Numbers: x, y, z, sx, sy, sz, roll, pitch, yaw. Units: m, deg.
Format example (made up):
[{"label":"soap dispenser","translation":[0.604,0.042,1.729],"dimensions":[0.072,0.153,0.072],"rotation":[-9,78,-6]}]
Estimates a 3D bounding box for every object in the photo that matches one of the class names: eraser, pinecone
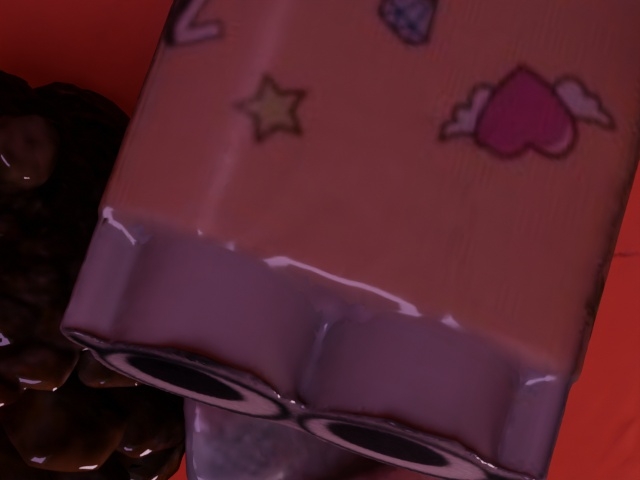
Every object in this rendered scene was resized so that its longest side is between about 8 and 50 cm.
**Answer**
[{"label":"eraser","translation":[0.036,-0.072,0.641],"dimensions":[0.171,0.087,0.290],"rotation":[18,76,1]},{"label":"pinecone","translation":[-0.157,0.048,0.737],"dimensions":[0.224,0.224,0.272],"rotation":[21,133,-2]}]

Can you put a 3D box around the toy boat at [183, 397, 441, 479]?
[{"label":"toy boat","translation":[0.000,0.000,0.722],"dimensions":[0.096,0.206,0.282],"rotation":[-3,100,36]}]
